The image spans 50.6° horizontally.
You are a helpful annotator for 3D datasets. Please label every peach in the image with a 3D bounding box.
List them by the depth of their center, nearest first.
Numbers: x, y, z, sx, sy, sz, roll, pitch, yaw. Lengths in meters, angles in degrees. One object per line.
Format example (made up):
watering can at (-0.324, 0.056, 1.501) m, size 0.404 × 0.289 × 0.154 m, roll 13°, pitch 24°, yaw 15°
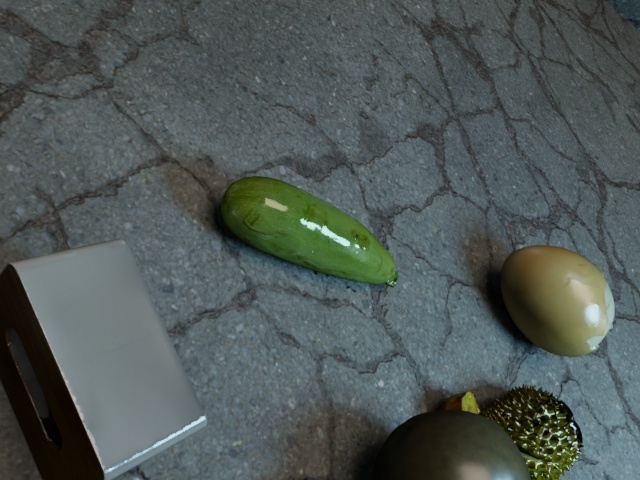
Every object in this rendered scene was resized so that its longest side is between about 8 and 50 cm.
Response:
peach at (0.240, 0.310, 1.167) m, size 0.098 × 0.062 × 0.098 m, roll 31°, pitch 52°, yaw -51°

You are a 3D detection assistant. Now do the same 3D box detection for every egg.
egg at (0.477, 0.114, 1.382) m, size 0.244 × 0.201 × 0.201 m, roll 41°, pitch 45°, yaw 1°

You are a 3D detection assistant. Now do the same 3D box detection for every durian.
durian at (0.405, 0.351, 1.226) m, size 0.237 × 0.138 × 0.193 m, roll -13°, pitch 75°, yaw -44°

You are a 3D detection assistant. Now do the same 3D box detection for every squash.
squash at (0.004, -0.004, 1.113) m, size 0.371 × 0.118 × 0.118 m, roll 24°, pitch 52°, yaw -30°

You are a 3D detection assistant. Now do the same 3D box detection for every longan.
longan at (0.191, 0.372, 0.980) m, size 0.248 × 0.248 × 0.248 m, roll 20°, pitch 55°, yaw -31°

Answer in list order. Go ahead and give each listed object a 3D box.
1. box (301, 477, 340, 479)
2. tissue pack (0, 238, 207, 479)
box at (-0.012, 0.371, 0.917) m, size 0.054 × 0.074 × 0.099 m, roll 21°, pitch 53°, yaw -13°
tissue pack at (-0.263, 0.144, 0.772) m, size 0.136 × 0.159 × 0.246 m, roll -18°, pitch 78°, yaw -46°
